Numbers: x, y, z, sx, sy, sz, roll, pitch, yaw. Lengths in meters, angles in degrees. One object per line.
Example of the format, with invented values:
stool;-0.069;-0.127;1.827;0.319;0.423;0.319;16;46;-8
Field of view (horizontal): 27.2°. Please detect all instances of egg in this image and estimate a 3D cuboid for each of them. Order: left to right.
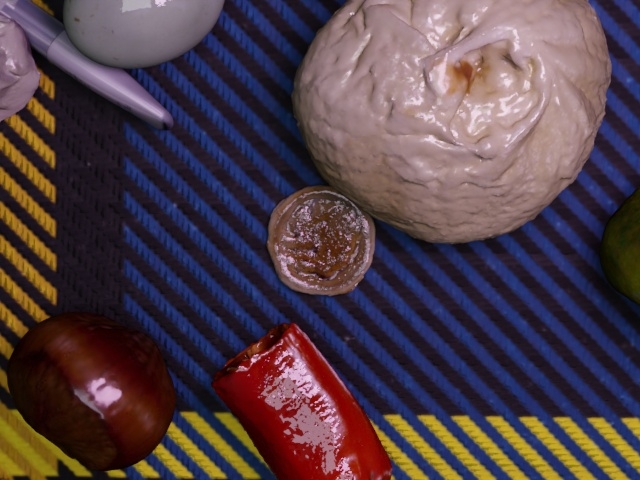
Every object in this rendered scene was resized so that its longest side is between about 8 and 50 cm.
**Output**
egg;-0.199;-0.273;1.495;0.192;0.149;0.149;-26;95;-6

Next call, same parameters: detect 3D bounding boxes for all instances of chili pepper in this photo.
chili pepper;0.014;0.263;1.563;0.134;0.131;0.338;-37;91;-21

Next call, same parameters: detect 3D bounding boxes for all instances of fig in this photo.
fig;0.453;-0.026;1.505;0.206;0.206;0.275;35;94;-3

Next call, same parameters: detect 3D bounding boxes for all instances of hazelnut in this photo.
hazelnut;-0.267;0.167;1.544;0.204;0.178;0.178;27;97;28

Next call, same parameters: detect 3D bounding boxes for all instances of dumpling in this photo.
dumpling;-0.396;-0.214;1.517;0.127;0.108;0.188;-9;120;23

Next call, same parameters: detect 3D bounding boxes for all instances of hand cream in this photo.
hand cream;-0.278;-0.209;1.547;0.255;0.079;0.048;37;87;0

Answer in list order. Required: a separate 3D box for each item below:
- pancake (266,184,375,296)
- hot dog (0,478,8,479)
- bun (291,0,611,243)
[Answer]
pancake;0.000;0.000;1.589;0.140;0.022;0.139;0;96;1
hot dog;-0.421;0.302;1.620;0.090;0.030;0.034;18;97;-1
bun;0.145;-0.165;1.469;0.353;0.227;0.348;10;98;1
